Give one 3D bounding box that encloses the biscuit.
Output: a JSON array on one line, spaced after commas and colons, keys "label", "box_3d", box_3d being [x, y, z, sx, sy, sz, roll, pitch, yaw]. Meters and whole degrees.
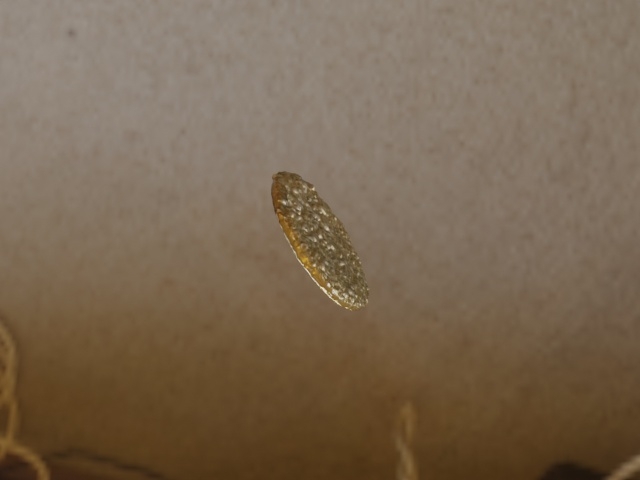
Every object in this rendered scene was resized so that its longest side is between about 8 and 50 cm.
[{"label": "biscuit", "box_3d": [0.000, 0.000, 1.452, 0.015, 0.120, 0.120, -32, 131, 17]}]
